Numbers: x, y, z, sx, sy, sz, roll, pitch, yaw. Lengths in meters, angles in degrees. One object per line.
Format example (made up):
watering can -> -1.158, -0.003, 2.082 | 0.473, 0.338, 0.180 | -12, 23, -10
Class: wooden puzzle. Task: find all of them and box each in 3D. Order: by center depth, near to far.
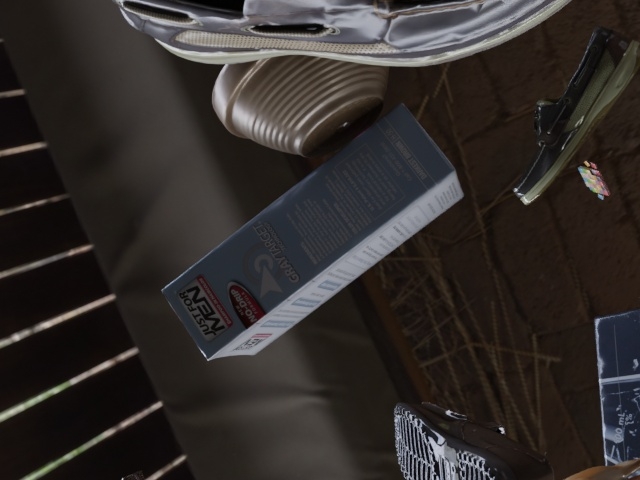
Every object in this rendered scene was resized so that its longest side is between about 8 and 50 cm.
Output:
wooden puzzle -> 0.453, -0.099, 1.306 | 0.083, 0.006, 0.049 | 55, 171, -22

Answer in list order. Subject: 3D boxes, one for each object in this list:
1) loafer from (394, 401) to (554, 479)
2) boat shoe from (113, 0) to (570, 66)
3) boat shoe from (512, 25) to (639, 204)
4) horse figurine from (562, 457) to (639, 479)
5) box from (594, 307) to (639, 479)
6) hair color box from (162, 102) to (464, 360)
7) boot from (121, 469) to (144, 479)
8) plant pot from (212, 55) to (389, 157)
loafer -> 0.231, 0.344, 1.244 | 0.366, 0.130, 0.134 | -163, 70, -67
boat shoe -> -0.002, -0.177, 0.494 | 0.355, 0.130, 0.132 | -3, 90, 31
boat shoe -> 0.288, -0.145, 0.925 | 0.073, 0.080, 0.223 | 36, 118, 10
horse figurine -> 0.242, 0.251, 0.696 | 0.263, 0.174, 0.066 | 104, 150, -50
box -> 0.513, 0.242, 0.918 | 0.312, 0.179, 0.343 | -23, 57, 50
hair color box -> 0.000, 0.000, 1.022 | 0.374, 0.185, 0.113 | -38, 77, 7
boot -> -0.218, 0.316, 0.903 | 0.106, 0.037, 0.114 | 80, 178, -60
plant pot -> -0.002, -0.176, 0.950 | 0.237, 0.237, 0.110 | -43, 71, 39
